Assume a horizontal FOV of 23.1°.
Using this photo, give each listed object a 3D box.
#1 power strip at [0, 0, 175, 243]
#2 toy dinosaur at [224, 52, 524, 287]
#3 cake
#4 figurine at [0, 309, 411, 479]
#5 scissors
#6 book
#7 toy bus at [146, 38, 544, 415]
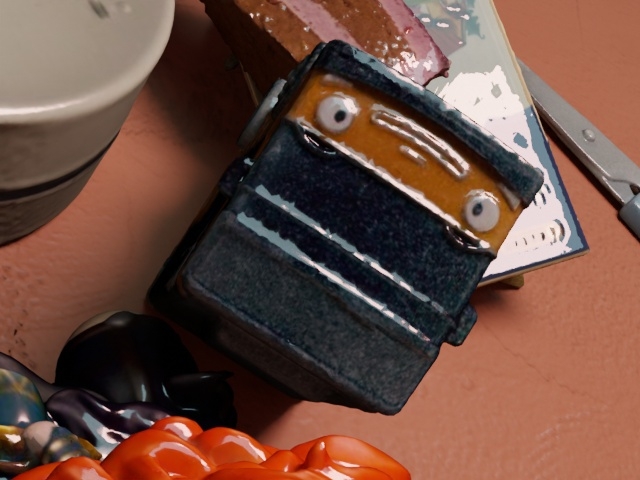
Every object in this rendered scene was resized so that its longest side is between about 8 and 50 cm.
[{"bbox_3d":[-0.290,-0.163,1.068,0.357,0.161,0.357,18,47,-21],"label":"power strip"},{"bbox_3d":[0.049,-0.088,1.306,0.327,0.113,0.207,21,69,-4],"label":"toy dinosaur"},{"bbox_3d":[-0.025,-0.183,1.207,0.116,0.113,0.295,-29,68,-22],"label":"cake"},{"bbox_3d":[-0.113,0.160,0.828,0.306,0.241,0.412,4,22,-41],"label":"figurine"},{"bbox_3d":[0.280,-0.066,1.482,0.447,0.029,0.192,46,42,8],"label":"scissors"},{"bbox_3d":[0.061,-0.108,1.247,0.228,0.018,0.322,-17,77,-17],"label":"book"},{"bbox_3d":[0.000,0.000,0.998,0.162,0.323,0.194,34,82,-7],"label":"toy bus"}]
